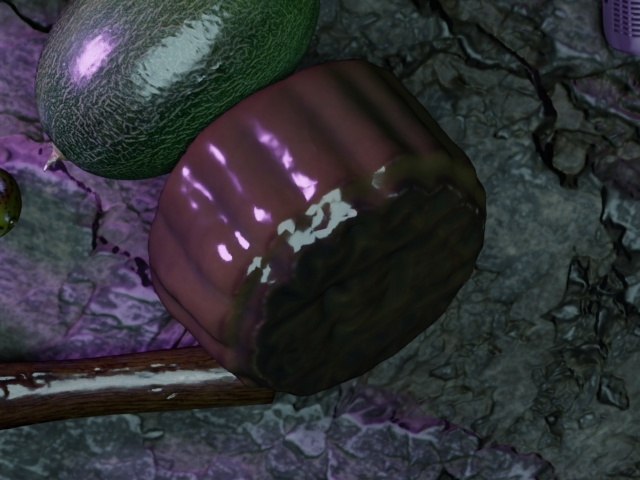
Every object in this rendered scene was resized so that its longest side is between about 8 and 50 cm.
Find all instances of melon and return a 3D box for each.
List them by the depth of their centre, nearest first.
[{"bbox_3d":[-0.129,-0.158,1.100,0.288,0.182,0.182,-39,110,-1],"label":"melon"}]

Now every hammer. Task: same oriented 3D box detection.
[{"bbox_3d":[-0.235,0.142,1.223,0.409,0.095,0.242,-4,106,-17],"label":"hammer"}]

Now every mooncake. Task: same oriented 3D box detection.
[{"bbox_3d":[0.000,0.000,1.123,0.290,0.161,0.290,-27,147,-20],"label":"mooncake"}]

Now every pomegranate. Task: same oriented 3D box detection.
[{"bbox_3d":[-0.305,-0.040,1.156,0.073,0.073,0.084,-33,94,-2],"label":"pomegranate"}]

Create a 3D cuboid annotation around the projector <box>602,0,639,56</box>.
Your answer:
[{"bbox_3d":[0.395,-0.284,1.218,0.250,0.108,0.198,-8,108,-11],"label":"projector"}]
